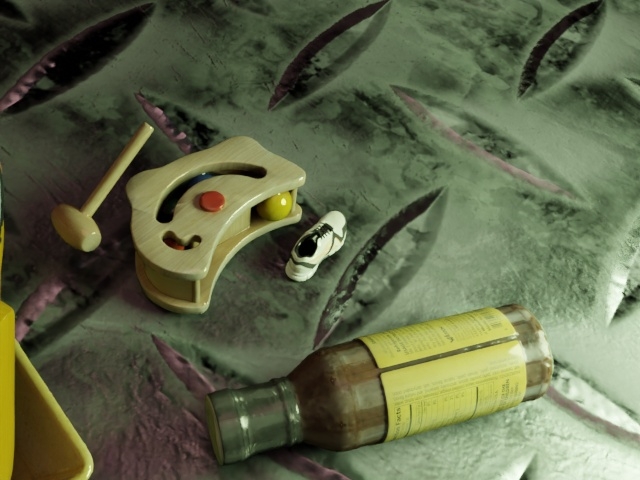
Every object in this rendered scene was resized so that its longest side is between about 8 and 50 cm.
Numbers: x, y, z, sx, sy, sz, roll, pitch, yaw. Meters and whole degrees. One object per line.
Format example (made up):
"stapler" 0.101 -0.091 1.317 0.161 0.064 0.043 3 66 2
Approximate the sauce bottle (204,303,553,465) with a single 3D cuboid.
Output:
"sauce bottle" 0.058 0.145 0.842 0.344 0.111 0.111 -9 58 -16

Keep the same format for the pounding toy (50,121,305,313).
"pounding toy" -0.135 -0.032 0.904 0.270 0.155 0.154 -26 59 -25

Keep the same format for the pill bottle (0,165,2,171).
"pill bottle" -0.469 -0.060 0.883 0.246 0.130 0.130 -27 64 -26

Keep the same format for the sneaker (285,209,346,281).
"sneaker" 0.000 0.000 0.974 0.040 0.043 0.109 28 54 12

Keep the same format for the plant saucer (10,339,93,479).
"plant saucer" -0.426 0.182 0.752 0.333 0.081 0.333 -30 65 -26

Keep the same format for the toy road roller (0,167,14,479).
"toy road roller" -0.358 0.060 0.711 0.203 0.240 0.329 1 93 -9
